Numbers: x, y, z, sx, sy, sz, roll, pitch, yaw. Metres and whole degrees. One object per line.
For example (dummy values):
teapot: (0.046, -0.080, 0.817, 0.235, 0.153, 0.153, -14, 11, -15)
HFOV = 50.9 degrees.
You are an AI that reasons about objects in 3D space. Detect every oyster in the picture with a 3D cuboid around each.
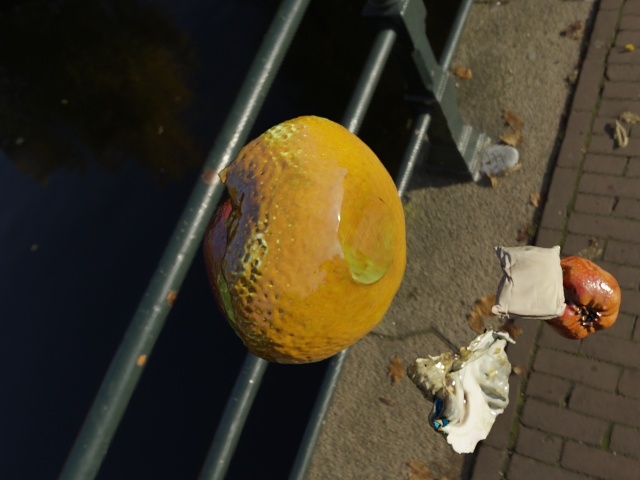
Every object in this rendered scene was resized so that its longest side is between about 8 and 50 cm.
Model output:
oyster: (0.226, 0.233, 1.049, 0.214, 0.223, 0.083, -24, 29, -37)

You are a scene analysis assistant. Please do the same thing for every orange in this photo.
orange: (0.008, 0.001, 0.909, 0.196, 0.262, 0.334, -2, 70, 33)

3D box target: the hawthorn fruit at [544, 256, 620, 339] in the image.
hawthorn fruit: (0.652, 0.123, 1.749, 0.207, 0.207, 0.243, -22, 33, 15)

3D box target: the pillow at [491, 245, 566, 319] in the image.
pillow: (0.505, 0.094, 1.645, 0.173, 0.067, 0.270, 5, 39, 10)

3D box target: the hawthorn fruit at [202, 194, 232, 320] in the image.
hawthorn fruit: (-0.089, 0.016, 1.280, 0.285, 0.285, 0.369, -40, 56, 4)
